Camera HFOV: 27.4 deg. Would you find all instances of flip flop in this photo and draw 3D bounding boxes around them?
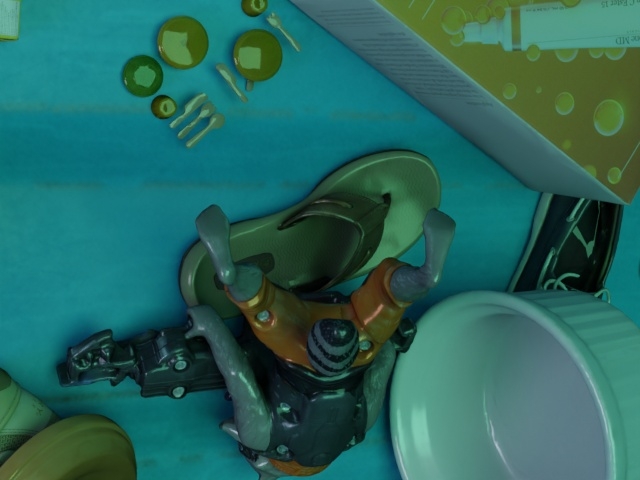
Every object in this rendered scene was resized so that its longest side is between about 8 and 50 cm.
[{"bbox_3d":[0.000,0.000,1.232,0.277,0.080,0.112,-22,106,-20],"label":"flip flop"}]

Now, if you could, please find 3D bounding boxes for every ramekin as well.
[{"bbox_3d":[0.207,0.176,1.252,0.135,0.277,0.277,-9,102,-41],"label":"ramekin"}]

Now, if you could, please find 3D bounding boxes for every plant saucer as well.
[{"bbox_3d":[-0.225,0.246,1.130,0.200,0.037,0.200,-38,142,-38],"label":"plant saucer"}]

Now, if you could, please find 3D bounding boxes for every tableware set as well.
[{"bbox_3d":[-0.101,-0.166,1.195,0.154,0.024,0.104,-44,110,-12],"label":"tableware set"}]

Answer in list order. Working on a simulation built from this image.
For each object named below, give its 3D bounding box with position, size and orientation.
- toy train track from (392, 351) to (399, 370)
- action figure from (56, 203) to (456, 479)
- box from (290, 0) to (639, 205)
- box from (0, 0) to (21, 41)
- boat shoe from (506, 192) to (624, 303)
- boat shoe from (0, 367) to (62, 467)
[{"bbox_3d":[0.085,0.142,1.331,0.048,0.014,0.083,-22,107,-20],"label":"toy train track"},{"bbox_3d":[-0.050,0.111,1.134,0.341,0.178,0.330,-10,142,-13],"label":"action figure"},{"bbox_3d":[0.181,-0.217,1.235,0.345,0.168,0.215,34,83,-25],"label":"box"},{"bbox_3d":[-0.335,-0.221,1.066,0.179,0.043,0.105,2,97,-28],"label":"box"},{"bbox_3d":[0.258,0.046,1.360,0.095,0.079,0.255,19,90,-26],"label":"boat shoe"},{"bbox_3d":[-0.343,0.268,1.092,0.110,0.121,0.341,44,78,-23],"label":"boat shoe"}]
